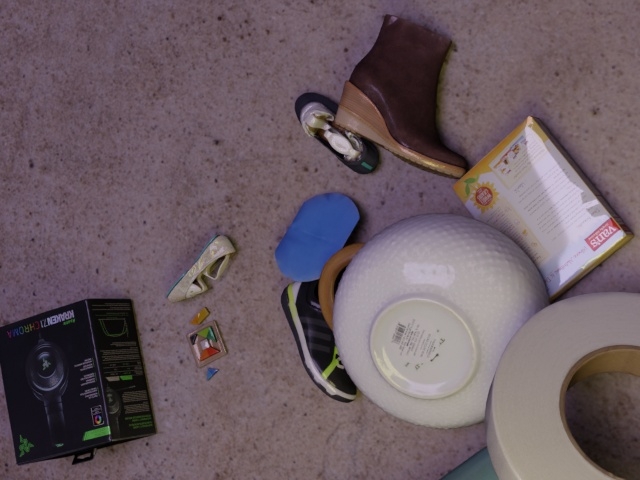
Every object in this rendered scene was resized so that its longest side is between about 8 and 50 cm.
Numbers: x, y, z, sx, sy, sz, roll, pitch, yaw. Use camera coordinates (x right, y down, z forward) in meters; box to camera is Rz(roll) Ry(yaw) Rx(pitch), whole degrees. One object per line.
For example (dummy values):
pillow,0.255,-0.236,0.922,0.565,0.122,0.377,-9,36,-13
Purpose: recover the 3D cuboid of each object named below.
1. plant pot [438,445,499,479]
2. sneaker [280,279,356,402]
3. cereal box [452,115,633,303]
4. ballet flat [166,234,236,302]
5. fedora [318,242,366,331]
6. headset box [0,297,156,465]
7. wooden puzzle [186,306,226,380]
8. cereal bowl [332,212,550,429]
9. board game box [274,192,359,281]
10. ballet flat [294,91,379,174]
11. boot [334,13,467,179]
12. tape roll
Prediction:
plant pot,0.227,0.476,1.671,0.334,0.341,0.341,-43,67,13
sneaker,0.013,0.153,1.937,0.097,0.084,0.234,-34,71,23
cereal box,0.334,-0.045,1.781,0.173,0.047,0.240,-43,69,23
ballet flat,-0.213,0.063,2.094,0.052,0.057,0.168,45,109,14
fedora,0.093,0.091,1.890,0.194,0.079,0.194,5,102,22
headset box,-0.458,0.273,2.180,0.246,0.131,0.283,-17,79,29
wooden puzzle,-0.207,0.186,2.105,0.079,0.014,0.116,-37,70,24
cereal bowl,0.170,0.138,1.749,0.339,0.141,0.338,6,110,17
board game box,0.000,0.000,1.970,0.133,0.033,0.168,20,75,43
ballet flat,0.017,-0.187,1.964,0.203,0.074,0.074,45,109,25
boot,0.161,-0.231,1.873,0.248,0.090,0.206,29,91,16
tape roll,0.415,0.245,1.563,0.392,0.072,0.392,1,56,-2
